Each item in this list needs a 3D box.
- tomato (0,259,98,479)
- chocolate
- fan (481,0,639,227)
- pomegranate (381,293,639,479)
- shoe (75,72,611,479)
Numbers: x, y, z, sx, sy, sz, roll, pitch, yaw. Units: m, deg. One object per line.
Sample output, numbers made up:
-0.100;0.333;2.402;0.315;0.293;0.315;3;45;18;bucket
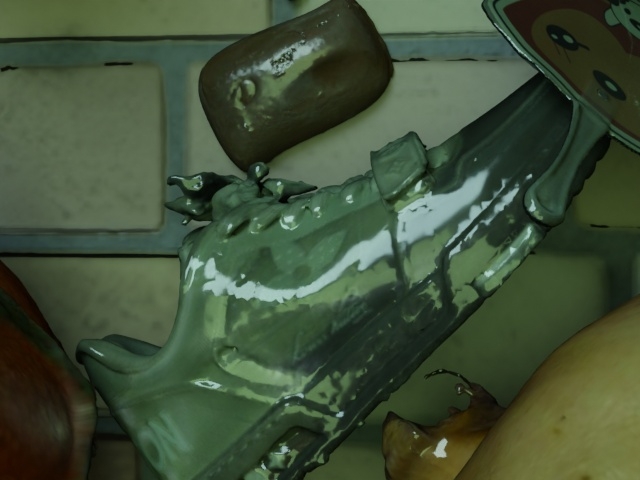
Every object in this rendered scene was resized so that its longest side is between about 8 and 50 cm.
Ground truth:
-0.228;0.108;0.567;0.308;0.170;0.309;-15;60;27;tomato
-0.013;-0.081;0.603;0.100;0.031;0.065;-25;94;5;chocolate
0.122;-0.063;0.511;0.132;0.220;0.009;38;129;1;fan
0.160;0.159;0.466;0.338;0.338;0.338;0;92;6;pomegranate
0.000;-0.001;0.564;0.149;0.109;0.293;42;95;3;shoe
